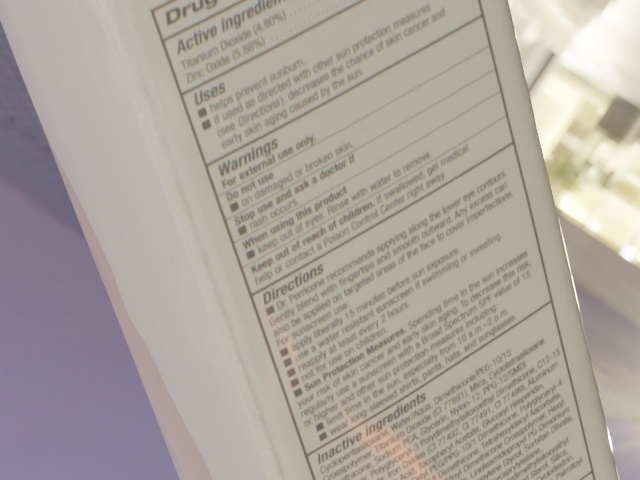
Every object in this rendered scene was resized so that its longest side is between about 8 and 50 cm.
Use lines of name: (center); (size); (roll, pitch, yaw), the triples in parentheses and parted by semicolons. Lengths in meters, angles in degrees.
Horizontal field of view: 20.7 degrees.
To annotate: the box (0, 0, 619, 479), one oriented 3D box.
box: (0.000, 0.000, 0.655); (0.121, 0.148, 0.311); (31, 143, 53)
